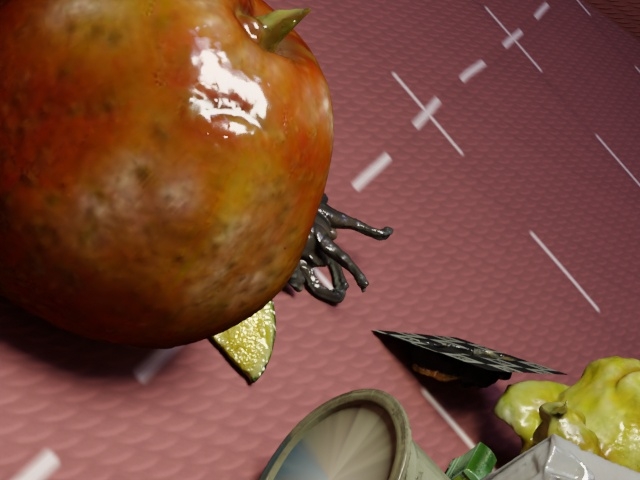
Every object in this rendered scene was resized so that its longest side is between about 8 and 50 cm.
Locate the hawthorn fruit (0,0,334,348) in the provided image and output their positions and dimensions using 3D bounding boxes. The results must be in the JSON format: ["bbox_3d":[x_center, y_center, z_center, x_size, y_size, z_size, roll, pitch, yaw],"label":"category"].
[{"bbox_3d":[-0.155,-0.104,1.381,0.402,0.403,0.403,36,30,-24],"label":"hawthorn fruit"}]

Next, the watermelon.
[{"bbox_3d":[-0.112,0.069,1.603,0.092,0.075,0.181,-44,92,-19],"label":"watermelon"}]

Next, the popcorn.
[{"bbox_3d":[0.394,0.288,1.791,0.274,0.279,0.336,42,-30,55],"label":"popcorn"}]

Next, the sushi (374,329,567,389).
[{"bbox_3d":[0.196,0.172,1.865,0.192,0.051,0.215,17,5,38],"label":"sushi"}]

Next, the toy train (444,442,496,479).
[{"bbox_3d":[0.181,0.286,1.732,0.038,0.056,0.093,48,26,1],"label":"toy train"}]

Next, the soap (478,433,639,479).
[{"bbox_3d":[0.225,0.382,1.457,0.159,0.257,0.302,36,30,-27],"label":"soap"}]

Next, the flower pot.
[{"bbox_3d":[0.065,0.291,1.407,0.202,0.212,0.212,44,27,-25],"label":"flower pot"}]

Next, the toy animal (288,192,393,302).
[{"bbox_3d":[0.000,0.000,1.804,0.148,0.084,0.233,43,31,-10],"label":"toy animal"}]
